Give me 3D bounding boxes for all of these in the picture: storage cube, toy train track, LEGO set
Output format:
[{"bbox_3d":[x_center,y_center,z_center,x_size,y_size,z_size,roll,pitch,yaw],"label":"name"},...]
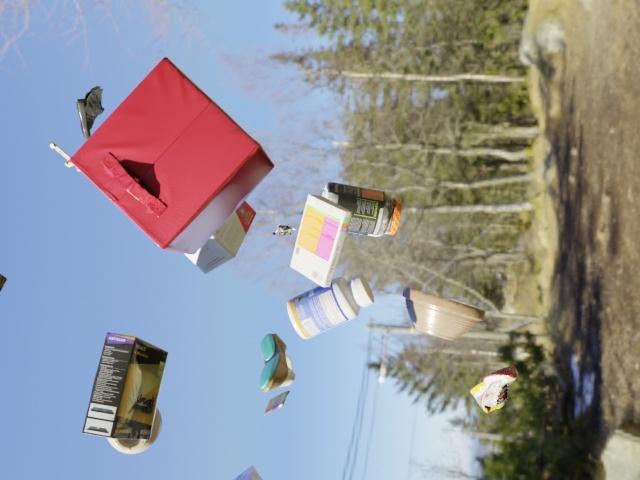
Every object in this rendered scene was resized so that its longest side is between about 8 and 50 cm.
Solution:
[{"bbox_3d":[-0.203,-0.113,1.023,0.193,0.183,0.215,-47,-4,0],"label":"storage cube"},{"bbox_3d":[-0.523,-0.169,1.454,0.083,0.048,0.014,48,-140,-36],"label":"toy train track"},{"bbox_3d":[-0.088,-0.027,1.657,0.083,0.054,0.024,155,107,-71],"label":"LEGO set"}]

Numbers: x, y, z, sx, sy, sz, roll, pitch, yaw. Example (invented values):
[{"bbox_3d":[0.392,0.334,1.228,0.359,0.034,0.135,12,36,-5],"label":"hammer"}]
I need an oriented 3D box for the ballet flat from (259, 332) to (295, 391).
[{"bbox_3d":[-0.152,0.459,2.566,0.116,0.124,0.342,-50,17,11],"label":"ballet flat"}]

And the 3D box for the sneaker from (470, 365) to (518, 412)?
[{"bbox_3d":[0.524,0.436,2.069,0.093,0.088,0.225,62,157,24],"label":"sneaker"}]

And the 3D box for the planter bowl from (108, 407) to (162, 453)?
[{"bbox_3d":[-0.536,0.536,2.012,0.109,0.161,0.162,180,94,-80],"label":"planter bowl"}]

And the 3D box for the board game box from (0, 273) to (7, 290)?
[{"bbox_3d":[-0.769,0.127,1.523,0.126,0.026,0.186,54,-138,-45],"label":"board game box"}]

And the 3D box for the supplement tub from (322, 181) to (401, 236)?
[{"bbox_3d":[0.098,-0.074,1.751,0.117,0.190,0.117,-170,90,-84],"label":"supplement tub"}]

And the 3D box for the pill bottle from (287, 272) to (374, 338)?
[{"bbox_3d":[0.037,0.214,2.387,0.152,0.271,0.152,59,-168,-22],"label":"pill bottle"}]

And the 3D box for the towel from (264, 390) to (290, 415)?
[{"bbox_3d":[-0.120,0.444,1.929,0.009,0.083,0.060,46,-146,-14],"label":"towel"}]

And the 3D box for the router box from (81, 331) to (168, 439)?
[{"bbox_3d":[-0.490,0.380,1.809,0.309,0.080,0.243,78,-159,-74],"label":"router box"}]

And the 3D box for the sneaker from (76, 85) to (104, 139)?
[{"bbox_3d":[-0.746,-0.417,2.317,0.051,0.089,0.170,45,144,47],"label":"sneaker"}]

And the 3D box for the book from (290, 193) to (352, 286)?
[{"bbox_3d":[0.000,0.000,1.288,0.035,0.096,0.144,3,-70,-44],"label":"book"}]

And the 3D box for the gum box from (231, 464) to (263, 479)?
[{"bbox_3d":[-0.225,0.723,2.041,0.062,0.107,0.188,56,174,2],"label":"gum box"}]

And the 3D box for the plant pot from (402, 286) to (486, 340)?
[{"bbox_3d":[0.337,0.214,1.992,0.237,0.237,0.110,23,-97,-76],"label":"plant pot"}]

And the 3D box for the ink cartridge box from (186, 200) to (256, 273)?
[{"bbox_3d":[-0.343,-0.096,1.943,0.306,0.131,0.226,47,-146,-19],"label":"ink cartridge box"}]
